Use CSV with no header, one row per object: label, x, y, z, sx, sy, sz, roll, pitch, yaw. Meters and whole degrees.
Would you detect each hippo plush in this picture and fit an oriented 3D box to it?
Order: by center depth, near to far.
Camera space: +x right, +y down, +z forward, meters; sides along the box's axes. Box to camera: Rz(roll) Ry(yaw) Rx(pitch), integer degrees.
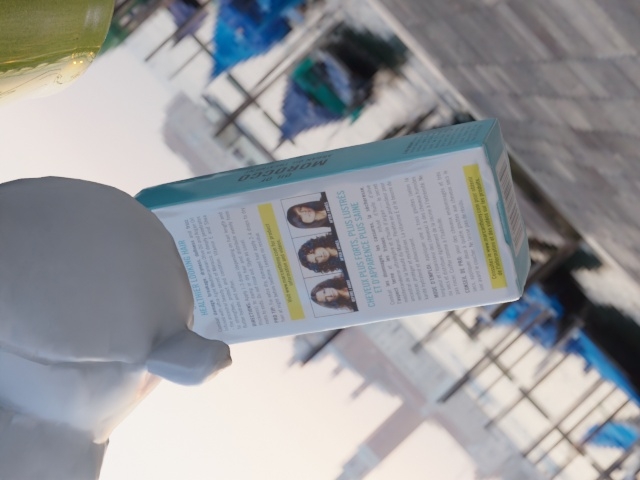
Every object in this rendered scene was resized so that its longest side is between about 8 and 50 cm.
hippo plush,-0.182,0.009,0.579,0.236,0.294,0.234,22,-170,-46

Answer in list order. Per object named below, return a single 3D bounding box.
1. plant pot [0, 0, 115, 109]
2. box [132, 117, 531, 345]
plant pot,-0.379,-0.235,1.199,0.366,0.366,0.353,47,-151,20
box,0.000,0.000,0.851,0.060,0.244,0.101,-54,-48,-64
